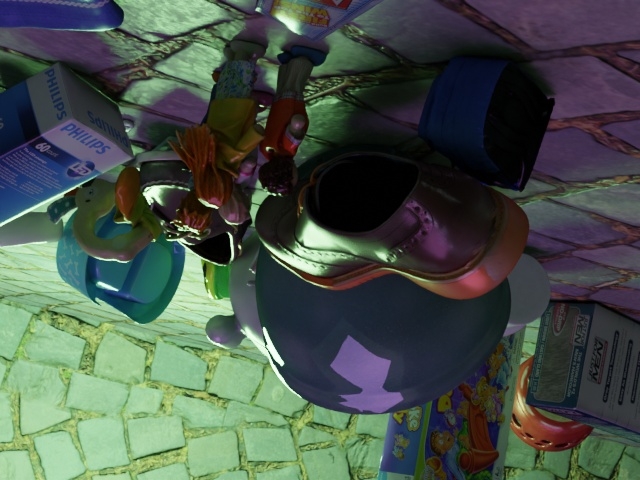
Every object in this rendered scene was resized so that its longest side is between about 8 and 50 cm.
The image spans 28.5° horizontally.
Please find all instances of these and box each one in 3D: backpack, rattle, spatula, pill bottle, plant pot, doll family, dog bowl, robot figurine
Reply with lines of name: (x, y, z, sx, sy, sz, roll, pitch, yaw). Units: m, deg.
backpack: (0.136, -0.104, 1.100, 0.101, 0.098, 0.120, 9, 169, 27)
rattle: (-0.313, -0.063, 1.694, 0.200, 0.130, 0.143, 34, 176, 33)
spatula: (-0.221, -0.105, 1.614, 0.168, 0.019, 0.242, 17, 167, -19)
pill bottle: (0.233, 0.080, 1.787, 0.121, 0.121, 0.221, 15, 167, -14)
plant pot: (0.456, 0.305, 2.444, 0.191, 0.191, 0.174, 10, 165, 6)
doll family: (-0.094, -0.091, 1.214, 0.118, 0.163, 0.263, 15, 167, -15)
dog bowl: (-0.318, 0.031, 2.007, 0.074, 0.166, 0.297, 19, 171, 24)
plant pot: (0.052, 0.019, 1.401, 0.293, 0.293, 0.196, 6, 140, 25)
robot figurine: (-0.024, 0.078, 1.833, 0.300, 0.199, 0.353, -29, 167, -2)

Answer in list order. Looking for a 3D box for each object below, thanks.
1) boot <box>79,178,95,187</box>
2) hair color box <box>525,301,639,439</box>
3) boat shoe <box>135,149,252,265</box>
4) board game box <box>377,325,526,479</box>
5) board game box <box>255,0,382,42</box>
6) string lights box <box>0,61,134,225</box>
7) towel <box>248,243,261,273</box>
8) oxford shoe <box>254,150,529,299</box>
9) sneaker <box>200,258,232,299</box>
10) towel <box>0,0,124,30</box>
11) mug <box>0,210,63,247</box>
boot: (-0.404, -0.128, 1.588, 0.208, 0.076, 0.189, 17, 161, 30)
hair color box: (0.490, 0.226, 2.085, 0.105, 0.174, 0.347, 1, 164, 45)
boat shoe: (-0.158, -0.040, 1.612, 0.117, 0.096, 0.324, 3, 170, 9)
board game box: (0.224, 0.265, 2.100, 0.078, 0.347, 0.233, -1, 163, 44)
board game box: (-0.028, -0.206, 0.877, 0.194, 0.060, 0.194, 13, 167, -8)
string lights box: (-0.355, -0.086, 1.397, 0.260, 0.076, 0.133, -25, 157, 12)
towel: (0.000, 0.000, 1.605, 0.029, 0.144, 0.197, 28, -178, 42)
oxford shoe: (0.029, -0.035, 1.163, 0.133, 0.130, 0.364, 34, 162, -30)
sneaker: (-0.112, 0.056, 2.107, 0.123, 0.109, 0.295, -17, 157, 16)
towel: (-0.333, -0.249, 1.020, 0.243, 0.040, 0.336, 6, 167, 20)
mug: (-0.562, -0.011, 1.823, 0.374, 0.276, 0.328, -3, 179, -11)
